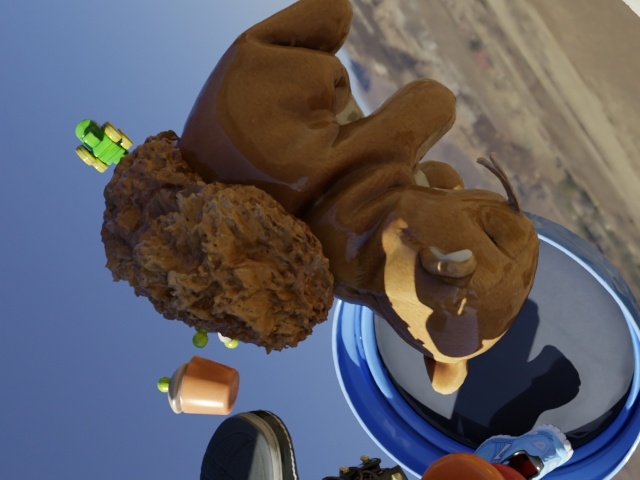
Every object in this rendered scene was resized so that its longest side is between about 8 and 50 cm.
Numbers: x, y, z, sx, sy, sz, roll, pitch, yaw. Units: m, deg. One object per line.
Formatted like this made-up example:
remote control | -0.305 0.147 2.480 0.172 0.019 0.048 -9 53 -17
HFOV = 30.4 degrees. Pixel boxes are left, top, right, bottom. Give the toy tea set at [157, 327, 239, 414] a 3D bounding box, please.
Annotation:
toy tea set | -0.143 0.057 1.523 0.200 0.124 0.336 83 -161 -56

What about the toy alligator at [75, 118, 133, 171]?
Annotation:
toy alligator | -0.278 -0.124 1.535 0.051 0.056 0.190 49 -177 15

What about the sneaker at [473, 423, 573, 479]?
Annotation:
sneaker | 0.223 0.269 1.412 0.073 0.162 0.063 -30 -96 -42

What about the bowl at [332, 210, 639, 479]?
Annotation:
bowl | 0.206 0.137 1.411 0.391 0.391 0.077 56 -145 -8

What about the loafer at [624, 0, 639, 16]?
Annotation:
loafer | 0.347 -0.189 1.007 0.268 0.102 0.092 37 174 -29

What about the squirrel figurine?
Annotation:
squirrel figurine | 0.000 0.000 1.137 0.370 0.397 0.281 45 147 31

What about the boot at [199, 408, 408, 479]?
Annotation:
boot | -0.006 0.211 0.983 0.085 0.179 0.236 28 130 39

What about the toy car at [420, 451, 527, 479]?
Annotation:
toy car | 0.124 0.248 0.928 0.136 0.159 0.182 -46 -54 -43
